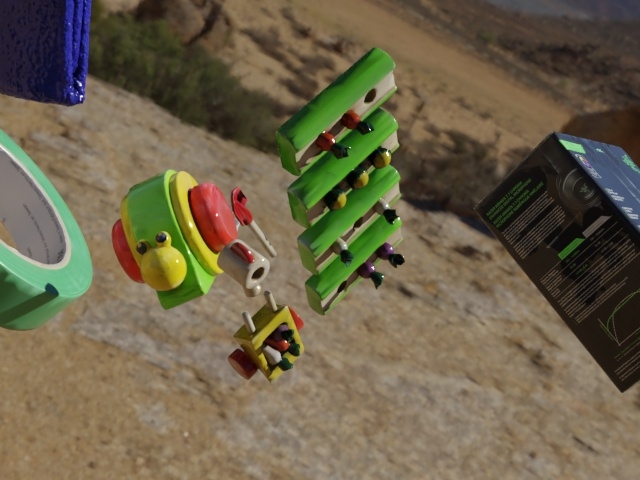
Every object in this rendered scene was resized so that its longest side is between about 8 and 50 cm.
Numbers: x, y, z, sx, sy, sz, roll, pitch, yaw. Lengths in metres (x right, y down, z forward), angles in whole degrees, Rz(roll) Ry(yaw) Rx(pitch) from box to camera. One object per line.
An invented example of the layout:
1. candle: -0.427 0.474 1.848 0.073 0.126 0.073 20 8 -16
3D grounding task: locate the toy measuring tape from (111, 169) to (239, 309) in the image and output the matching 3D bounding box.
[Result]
1. toy measuring tape: -0.138 -0.026 1.039 0.121 0.121 0.330 27 15 -4

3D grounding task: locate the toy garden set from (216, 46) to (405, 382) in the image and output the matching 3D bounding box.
1. toy garden set: 0.000 0.000 0.810 0.049 0.204 0.244 36 -23 27

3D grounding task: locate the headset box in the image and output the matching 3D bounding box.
1. headset box: 0.342 0.013 1.171 0.246 0.131 0.283 1 48 -55

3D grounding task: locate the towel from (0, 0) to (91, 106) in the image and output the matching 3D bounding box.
1. towel: -0.437 -0.316 1.381 0.308 0.227 0.076 15 21 26

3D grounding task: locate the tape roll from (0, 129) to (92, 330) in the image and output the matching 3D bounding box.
1. tape roll: -0.418 -0.039 1.247 0.321 0.077 0.321 51 10 -13
